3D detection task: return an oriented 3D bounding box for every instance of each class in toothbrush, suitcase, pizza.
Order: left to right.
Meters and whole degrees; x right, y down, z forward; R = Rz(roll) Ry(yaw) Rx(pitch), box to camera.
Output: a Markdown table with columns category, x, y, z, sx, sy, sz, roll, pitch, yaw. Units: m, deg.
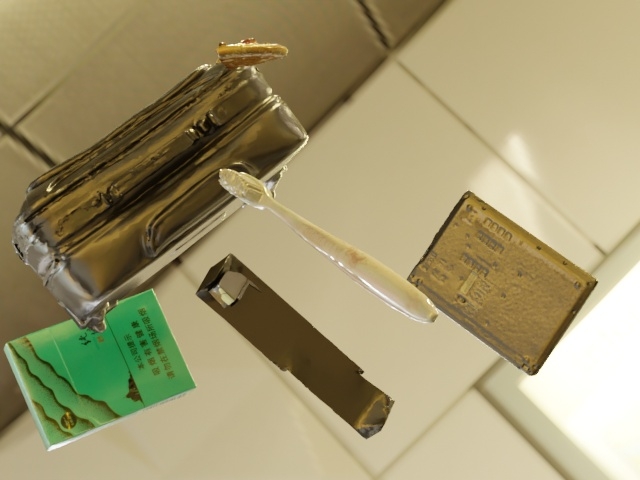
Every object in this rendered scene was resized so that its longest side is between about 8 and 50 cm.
| category | x | y | z | sx | sy | sz | roll | pitch | yaw |
| --- | --- | --- | --- | --- | --- | --- | --- | --- | --- |
| suitcase | -0.195 | -0.055 | 1.948 | 0.345 | 0.188 | 0.339 | -37 | 2 | -14 |
| pizza | -0.084 | -0.200 | 1.734 | 0.083 | 0.025 | 0.078 | -5 | -4 | -30 |
| toothbrush | 0.000 | 0.000 | 1.364 | 0.029 | 0.307 | 0.025 | 23 | -82 | -42 |

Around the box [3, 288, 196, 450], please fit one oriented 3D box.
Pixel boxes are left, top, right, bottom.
| category | x | y | z | sx | sy | sz | roll | pitch | yaw |
| --- | --- | --- | --- | --- | --- | --- | --- | --- | --- |
| box | -0.309 | 0.180 | 2.287 | 0.226 | 0.161 | 0.042 | -20 | -14 | -22 |

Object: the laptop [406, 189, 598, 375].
| category | x | y | z | sx | sy | sz | roll | pitch | yaw |
| --- | --- | --- | --- | --- | --- | --- | --- | --- | --- |
| laptop | 0.194 | 0.046 | 1.758 | 0.129 | 0.180 | 0.016 | -58 | -19 | 11 |

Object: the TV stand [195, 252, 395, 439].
| category | x | y | z | sx | sy | sz | roll | pitch | yaw |
| --- | --- | --- | --- | --- | --- | --- | --- | --- | --- |
| TV stand | -0.025 | 0.119 | 1.798 | 0.040 | 0.256 | 0.049 | -36 | 17 | 41 |
